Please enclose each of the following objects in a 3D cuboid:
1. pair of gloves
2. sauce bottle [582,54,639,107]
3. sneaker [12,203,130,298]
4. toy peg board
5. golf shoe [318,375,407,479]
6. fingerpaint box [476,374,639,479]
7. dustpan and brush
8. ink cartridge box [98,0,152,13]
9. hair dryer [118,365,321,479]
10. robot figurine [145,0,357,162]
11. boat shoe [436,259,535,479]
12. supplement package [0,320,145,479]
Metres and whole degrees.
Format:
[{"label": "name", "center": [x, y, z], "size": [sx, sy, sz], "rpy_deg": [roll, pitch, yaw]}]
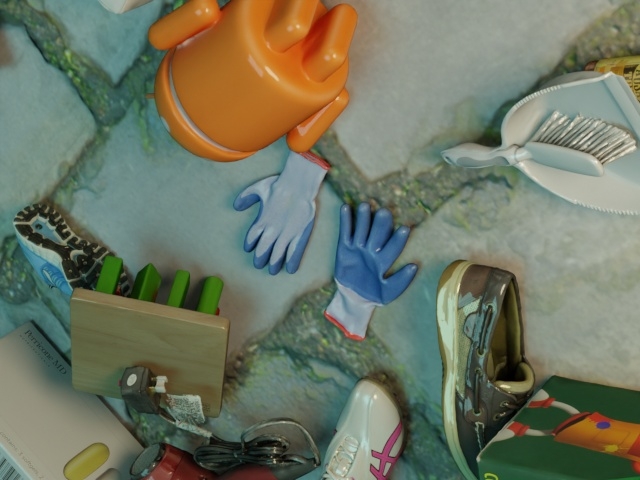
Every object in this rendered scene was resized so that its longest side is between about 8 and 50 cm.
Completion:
[{"label": "pair of gloves", "center": [0.000, 0.000, 1.489], "size": [0.198, 0.023, 0.159], "rpy_deg": [36, 130, 15]}, {"label": "sauce bottle", "center": [0.268, -0.127, 1.207], "size": [0.128, 0.042, 0.042], "rpy_deg": [-4, 111, 38]}, {"label": "sneaker", "center": [-0.269, 0.031, 1.694], "size": [0.162, 0.063, 0.073], "rpy_deg": [44, 151, 13]}, {"label": "toy peg board", "center": [-0.171, 0.095, 1.617], "size": [0.161, 0.079, 0.160], "rpy_deg": [12, 139, 2]}, {"label": "golf shoe", "center": [0.037, 0.222, 1.540], "size": [0.067, 0.086, 0.186], "rpy_deg": [22, 124, 26]}, {"label": "fingerpaint box", "center": [0.349, 0.372, 1.335], "size": [0.371, 0.163, 0.444], "rpy_deg": [8, 119, 34]}, {"label": "dustpan and brush", "center": [0.182, -0.075, 1.274], "size": [0.211, 0.060, 0.147], "rpy_deg": [15, 149, 53]}, {"label": "ink cartridge box", "center": [-0.170, -0.338, 1.383], "size": [0.160, 0.092, 0.219], "rpy_deg": [44, 132, 9]}, {"label": "hair dryer", "center": [-0.104, 0.265, 1.632], "size": [0.224, 0.080, 0.293], "rpy_deg": [19, 144, 23]}, {"label": "robot figurine", "center": [-0.061, -0.147, 1.384], "size": [0.219, 0.158, 0.128], "rpy_deg": [-30, 72, 42]}, {"label": "boat shoe", "center": [0.156, 0.127, 1.403], "size": [0.073, 0.080, 0.223], "rpy_deg": [6, 112, 40]}, {"label": "supplement package", "center": [-0.337, 0.267, 1.801], "size": [0.262, 0.145, 0.204], "rpy_deg": [46, 133, 6]}]
